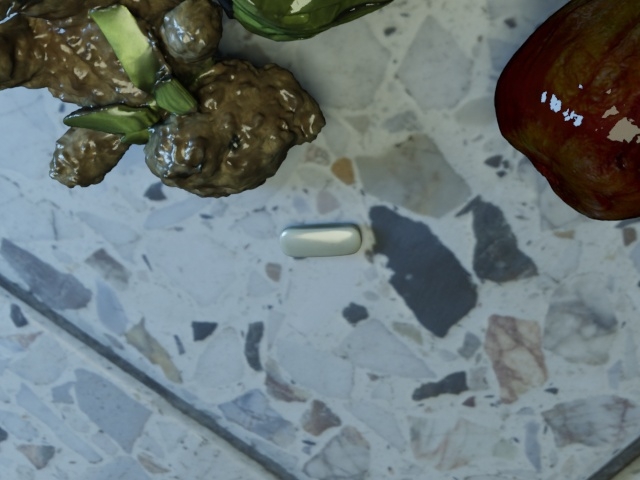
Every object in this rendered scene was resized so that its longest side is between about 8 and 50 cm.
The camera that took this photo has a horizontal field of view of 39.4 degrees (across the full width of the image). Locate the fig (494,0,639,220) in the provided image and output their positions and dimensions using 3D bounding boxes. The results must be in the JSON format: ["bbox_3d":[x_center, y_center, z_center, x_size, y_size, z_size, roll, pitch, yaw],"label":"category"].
[{"bbox_3d":[0.261,-0.162,0.748,0.191,0.190,0.290,22,79,-2],"label":"fig"}]

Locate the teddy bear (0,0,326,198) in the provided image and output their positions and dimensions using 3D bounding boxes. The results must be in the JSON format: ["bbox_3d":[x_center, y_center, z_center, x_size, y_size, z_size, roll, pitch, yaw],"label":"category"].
[{"bbox_3d":[-0.170,-0.121,0.753,0.246,0.296,0.222,-42,77,32],"label":"teddy bear"}]

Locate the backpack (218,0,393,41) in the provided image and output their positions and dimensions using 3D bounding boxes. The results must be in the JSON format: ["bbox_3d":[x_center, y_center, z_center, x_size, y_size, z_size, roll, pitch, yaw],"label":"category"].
[{"bbox_3d":[0.006,-0.271,0.687,0.253,0.140,0.207,-37,107,-12],"label":"backpack"}]

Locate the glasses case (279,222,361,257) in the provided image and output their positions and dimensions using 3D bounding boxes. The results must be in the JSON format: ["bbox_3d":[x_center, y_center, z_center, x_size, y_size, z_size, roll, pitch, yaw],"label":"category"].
[{"bbox_3d":[0.000,0.000,0.902,0.083,0.021,0.032,-3,114,9],"label":"glasses case"}]
